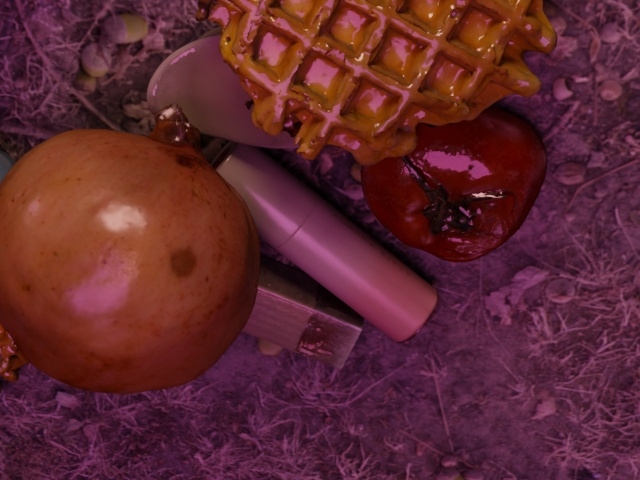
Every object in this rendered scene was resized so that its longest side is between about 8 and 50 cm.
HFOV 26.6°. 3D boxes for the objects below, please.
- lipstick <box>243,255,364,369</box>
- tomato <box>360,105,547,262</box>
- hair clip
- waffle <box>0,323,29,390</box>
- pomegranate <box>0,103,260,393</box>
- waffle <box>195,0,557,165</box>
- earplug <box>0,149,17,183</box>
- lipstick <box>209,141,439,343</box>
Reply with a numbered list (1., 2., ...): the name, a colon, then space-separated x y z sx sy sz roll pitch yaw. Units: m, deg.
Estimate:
1. lipstick: -0.125 0.052 1.745 0.372 0.076 0.079 23 121 -6
2. tomato: 0.159 -0.059 1.611 0.228 0.101 0.228 2 131 2
3. hair clip: -0.053 -0.193 1.567 0.282 0.113 0.172 -2 120 9
4. waffle: -0.532 0.110 1.847 0.293 0.069 0.259 30 119 -8
5. pomegranate: -0.213 0.004 1.519 0.338 0.338 0.338 4 121 6
6. waffle: 0.056 -0.273 1.452 0.380 0.095 0.382 -21 108 2
7. earplug: -0.531 -0.081 1.685 0.324 0.185 0.185 2 121 -1
8. lipstick: 0.000 0.000 1.688 0.327 0.087 0.087 39 118 -15
